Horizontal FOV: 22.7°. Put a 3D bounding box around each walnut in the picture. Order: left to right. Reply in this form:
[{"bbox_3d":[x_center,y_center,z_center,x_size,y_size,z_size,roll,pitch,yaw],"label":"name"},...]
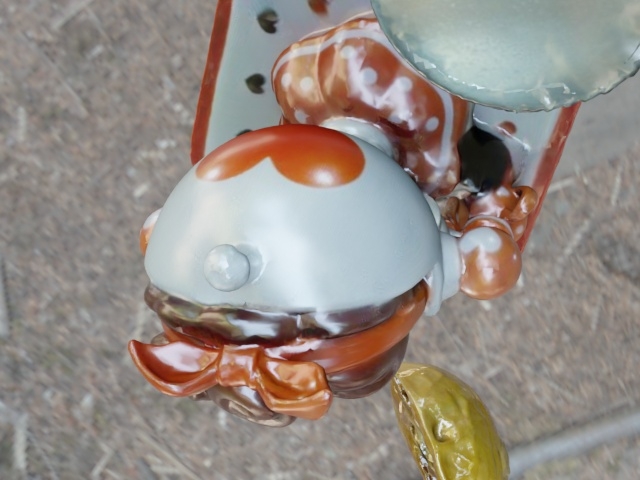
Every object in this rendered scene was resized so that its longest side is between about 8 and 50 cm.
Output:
[{"bbox_3d":[0.084,0.125,0.983,0.052,0.091,0.121,-19,71,-8],"label":"walnut"}]

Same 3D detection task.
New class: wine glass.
[{"bbox_3d":[0.067,-0.127,0.511,0.093,0.093,0.202,-12,32,14],"label":"wine glass"}]

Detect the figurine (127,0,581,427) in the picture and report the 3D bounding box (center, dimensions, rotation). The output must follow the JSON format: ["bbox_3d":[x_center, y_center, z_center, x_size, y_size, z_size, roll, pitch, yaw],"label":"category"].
[{"bbox_3d":[0.000,0.000,0.706,0.183,0.160,0.226,19,39,5],"label":"figurine"}]
